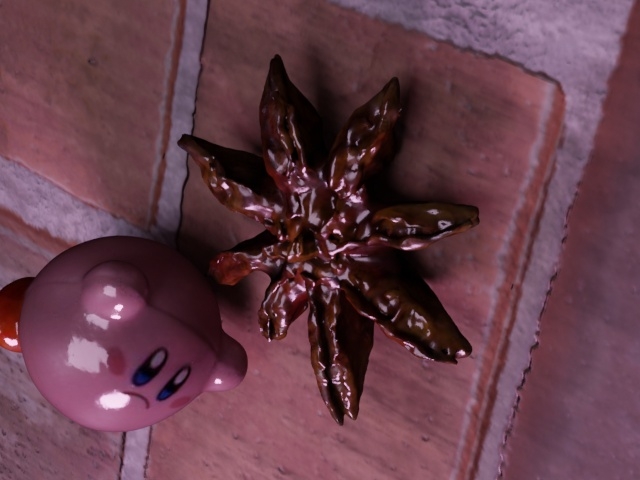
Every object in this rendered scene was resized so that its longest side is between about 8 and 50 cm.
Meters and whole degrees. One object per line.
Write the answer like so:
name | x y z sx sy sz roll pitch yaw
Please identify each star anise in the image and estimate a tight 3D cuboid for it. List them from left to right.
star anise | 0.000 0.001 1.052 0.288 0.088 0.288 18 121 34

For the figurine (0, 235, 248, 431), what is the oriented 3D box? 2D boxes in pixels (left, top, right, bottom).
figurine | -0.161 0.077 1.157 0.173 0.173 0.173 16 117 33
